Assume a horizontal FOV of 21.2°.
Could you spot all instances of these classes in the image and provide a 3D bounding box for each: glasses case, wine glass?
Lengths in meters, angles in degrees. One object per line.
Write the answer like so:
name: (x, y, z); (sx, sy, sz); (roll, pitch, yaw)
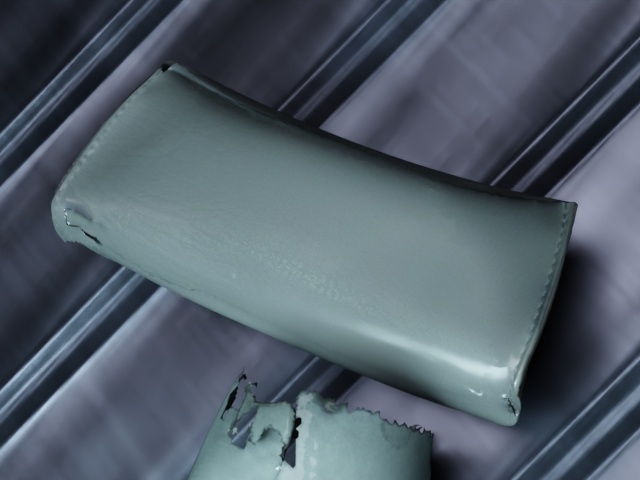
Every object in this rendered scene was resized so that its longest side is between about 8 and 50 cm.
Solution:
glasses case: (0.001, -0.002, 0.972); (0.308, 0.083, 0.128); (22, 79, 24)
wine glass: (-0.037, 0.232, 0.893); (0.143, 0.143, 0.321); (15, 79, 23)
